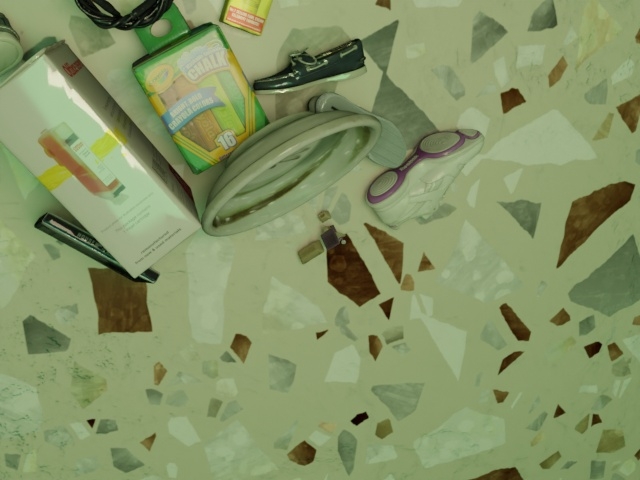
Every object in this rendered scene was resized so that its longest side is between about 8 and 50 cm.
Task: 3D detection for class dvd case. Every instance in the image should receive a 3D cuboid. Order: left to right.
[{"bbox_3d":[-0.453,0.019,1.291,0.238,0.179,0.030,34,73,-24],"label":"dvd case"}]

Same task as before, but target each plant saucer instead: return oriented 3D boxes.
[{"bbox_3d":[-0.072,-0.151,1.253,0.400,0.400,0.101,-31,82,-4],"label":"plant saucer"}]

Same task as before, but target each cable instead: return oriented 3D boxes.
[{"bbox_3d":[-0.328,-0.436,1.107,0.184,0.047,0.151,-6,127,-27],"label":"cable"}]

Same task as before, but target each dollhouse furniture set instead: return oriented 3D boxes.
[{"bbox_3d":[0.000,0.000,1.504,0.114,0.091,0.081,-32,159,21],"label":"dollhouse furniture set"}]

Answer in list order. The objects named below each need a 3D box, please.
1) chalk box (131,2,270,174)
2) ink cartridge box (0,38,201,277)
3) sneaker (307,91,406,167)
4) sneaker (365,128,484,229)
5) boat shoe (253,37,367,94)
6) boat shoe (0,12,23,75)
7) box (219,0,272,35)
[{"bbox_3d":[-0.245,-0.305,1.232,0.180,0.179,0.289,-31,114,-4],"label":"chalk box"},{"bbox_3d":[-0.411,-0.156,1.185,0.160,0.279,0.385,-37,114,1],"label":"ink cartridge box"},{"bbox_3d":[0.083,-0.247,1.397,0.258,0.091,0.094,32,91,-32],"label":"sneaker"},{"bbox_3d":[0.251,-0.144,1.485,0.305,0.114,0.152,-35,128,3],"label":"sneaker"},{"bbox_3d":[-0.023,-0.357,1.324,0.254,0.095,0.079,-16,114,-11],"label":"boat shoe"},{"bbox_3d":[-0.698,-0.317,1.163,0.319,0.116,0.099,-25,71,1],"label":"boat shoe"},{"bbox_3d":[-0.123,-0.528,1.254,0.087,0.058,0.232,16,104,-21],"label":"box"}]
